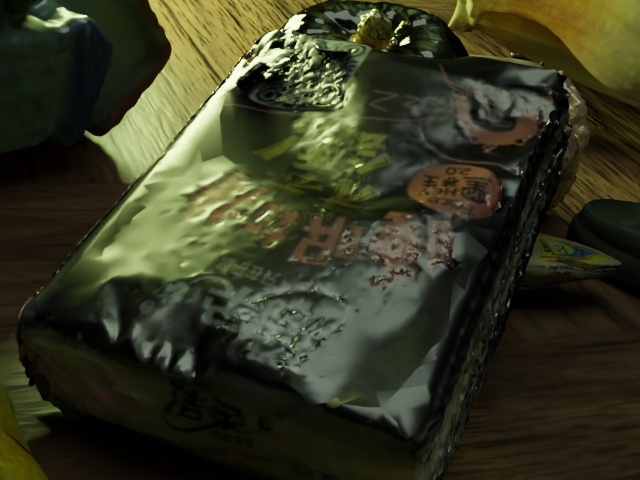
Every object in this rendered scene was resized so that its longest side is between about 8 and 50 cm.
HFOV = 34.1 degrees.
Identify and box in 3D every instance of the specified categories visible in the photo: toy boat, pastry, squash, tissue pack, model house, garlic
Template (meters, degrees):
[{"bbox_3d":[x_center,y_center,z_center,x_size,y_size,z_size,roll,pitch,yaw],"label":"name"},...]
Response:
[{"bbox_3d":[0.131,0.011,0.784,0.210,0.066,0.084,5,31,-13],"label":"toy boat"},{"bbox_3d":[0.165,-0.075,0.878,0.103,0.112,0.265,35,25,14],"label":"pastry"},{"bbox_3d":[0.042,-0.138,0.932,0.193,0.155,0.193,-13,29,7],"label":"squash"},{"bbox_3d":[0.000,0.000,0.641,0.245,0.123,0.332,14,45,18],"label":"tissue pack"},{"bbox_3d":[-0.252,-0.218,0.891,0.295,0.251,0.329,31,28,32],"label":"model house"},{"bbox_3d":[0.304,-0.251,1.163,0.313,0.286,0.249,24,56,12],"label":"garlic"}]

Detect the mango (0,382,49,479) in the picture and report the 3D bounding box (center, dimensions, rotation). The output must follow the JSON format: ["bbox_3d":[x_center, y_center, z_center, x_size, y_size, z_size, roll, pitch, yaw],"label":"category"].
[{"bbox_3d":[-0.178,0.121,0.377,0.176,0.176,0.329,48,6,-36],"label":"mango"}]

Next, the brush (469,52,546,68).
[{"bbox_3d":[0.096,-0.158,1.083,0.313,0.072,0.067,4,43,-13],"label":"brush"}]

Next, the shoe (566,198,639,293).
[{"bbox_3d":[0.346,-0.015,0.812,0.293,0.149,0.109,19,33,23],"label":"shoe"}]
